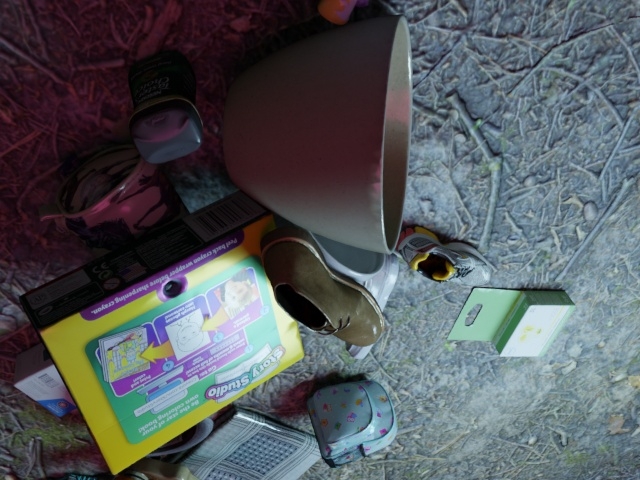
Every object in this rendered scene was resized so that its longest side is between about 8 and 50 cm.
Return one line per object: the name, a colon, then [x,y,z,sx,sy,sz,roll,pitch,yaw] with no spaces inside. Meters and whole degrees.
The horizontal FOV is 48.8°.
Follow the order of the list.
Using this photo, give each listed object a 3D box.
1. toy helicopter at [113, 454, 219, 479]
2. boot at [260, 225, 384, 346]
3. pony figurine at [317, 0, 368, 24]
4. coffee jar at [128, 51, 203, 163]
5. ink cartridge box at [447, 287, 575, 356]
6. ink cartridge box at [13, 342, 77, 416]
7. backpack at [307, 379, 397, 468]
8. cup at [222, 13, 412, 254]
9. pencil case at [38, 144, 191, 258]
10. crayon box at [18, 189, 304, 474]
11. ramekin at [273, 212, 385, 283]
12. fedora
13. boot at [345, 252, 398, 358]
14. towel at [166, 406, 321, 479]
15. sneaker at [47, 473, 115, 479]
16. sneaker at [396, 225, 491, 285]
toy helicopter: [-0.280,0.567,1.578,0.355,0.140,0.234,12,140,8]
boot: [0.008,0.109,1.081,0.112,0.115,0.305,-26,137,19]
pony figurine: [0.047,-0.438,0.811,0.351,0.302,0.363,17,139,-17]
coffee jar: [-0.217,-0.186,0.980,0.096,0.184,0.079,-20,132,1]
ink cartridge box: [0.422,0.184,1.568,0.235,0.056,0.171,2,130,-20]
ink cartridge box: [-0.445,0.232,1.349,0.231,0.078,0.134,-26,132,8]
backpack: [0.076,0.397,1.578,0.189,0.165,0.144,-15,142,-6]
cup: [-0.002,-0.153,1.015,0.237,0.331,0.331,4,133,12]
pencil case: [-0.274,0.033,1.169,0.184,0.159,0.410,-26,132,0]
crayon box: [-0.219,0.139,1.089,0.363,0.106,0.313,-28,131,-23]
ramekin: [0.000,0.000,1.196,0.207,0.207,0.109,28,128,-33]
fedora: [-0.342,0.338,1.430,0.244,0.124,0.275,4,144,-15]
boot: [0.059,0.123,1.399,0.124,0.095,0.258,8,119,-14]
towel: [-0.189,0.544,1.707,0.312,0.056,0.324,32,117,-35]
sneaker: [-0.556,0.568,1.623,0.167,0.065,0.076,-13,128,-7]
sneaker: [0.244,0.052,1.376,0.225,0.092,0.088,17,123,-28]
